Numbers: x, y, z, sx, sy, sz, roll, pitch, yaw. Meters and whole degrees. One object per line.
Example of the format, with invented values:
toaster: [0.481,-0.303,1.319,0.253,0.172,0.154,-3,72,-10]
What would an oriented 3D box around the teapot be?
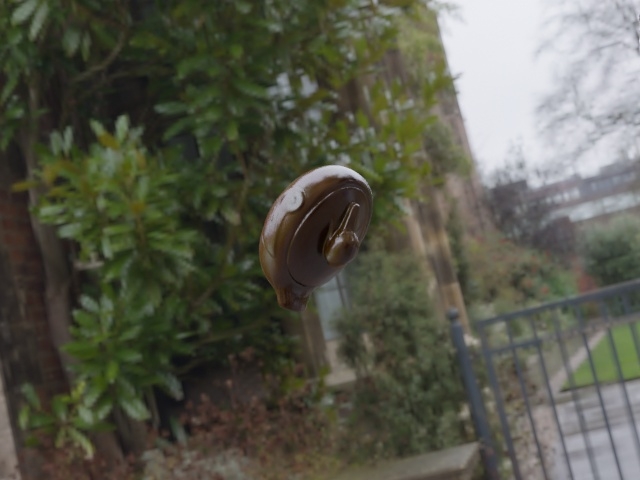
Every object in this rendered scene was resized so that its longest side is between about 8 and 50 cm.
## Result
teapot: [0.000,0.000,0.956,0.098,0.129,0.078,20,15,-47]
